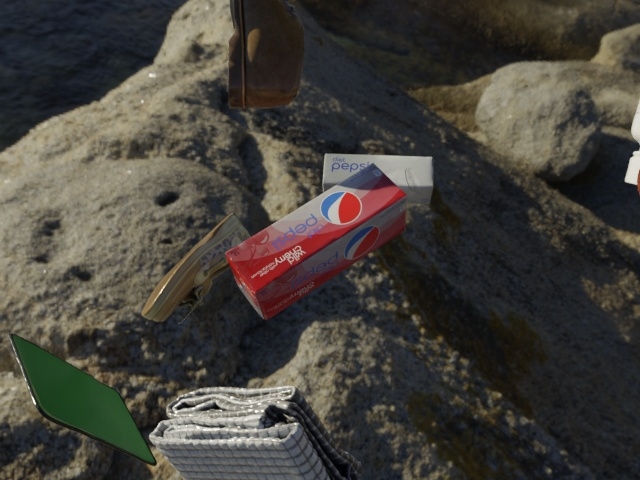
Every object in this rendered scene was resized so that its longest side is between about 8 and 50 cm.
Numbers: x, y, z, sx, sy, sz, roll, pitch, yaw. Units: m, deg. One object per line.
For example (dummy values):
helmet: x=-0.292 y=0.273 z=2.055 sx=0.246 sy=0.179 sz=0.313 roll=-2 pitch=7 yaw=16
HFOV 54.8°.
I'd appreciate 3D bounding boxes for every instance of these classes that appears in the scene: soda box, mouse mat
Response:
soda box: x=0.000 y=0.000 z=0.896 sx=0.263 sy=0.092 sz=0.083 roll=-33 pitch=60 yaw=-15
soda box: x=0.151 y=-0.161 z=1.624 sx=0.286 sy=0.091 sz=0.098 roll=3 pitch=64 yaw=5
mouse mat: x=-0.276 y=0.187 z=0.722 sx=0.007 sy=0.190 sz=0.152 roll=-45 pitch=45 yaw=-7

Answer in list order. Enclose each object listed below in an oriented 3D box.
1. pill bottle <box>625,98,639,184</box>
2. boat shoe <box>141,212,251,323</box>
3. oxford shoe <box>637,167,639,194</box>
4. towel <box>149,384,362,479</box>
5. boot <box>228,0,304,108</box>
pill bottle: x=0.551 y=-0.206 z=0.890 sx=0.160 sy=0.283 sz=0.160 roll=12 pitch=11 yaw=-2
boat shoe: x=-0.205 y=0.055 z=1.105 sx=0.089 sy=0.104 sz=0.285 roll=47 pitch=44 yaw=-9
oxford shoe: x=0.406 y=-0.023 z=0.506 sx=0.271 sy=0.098 sz=0.097 roll=20 pitch=68 yaw=6
towel: x=-0.093 y=0.339 z=0.973 sx=0.283 sy=0.235 sz=0.121 roll=-13 pitch=28 yaw=32
boot: x=-0.084 y=-0.352 z=0.944 sx=0.115 sy=0.306 sz=0.112 roll=-1 pitch=-2 yaw=-5
